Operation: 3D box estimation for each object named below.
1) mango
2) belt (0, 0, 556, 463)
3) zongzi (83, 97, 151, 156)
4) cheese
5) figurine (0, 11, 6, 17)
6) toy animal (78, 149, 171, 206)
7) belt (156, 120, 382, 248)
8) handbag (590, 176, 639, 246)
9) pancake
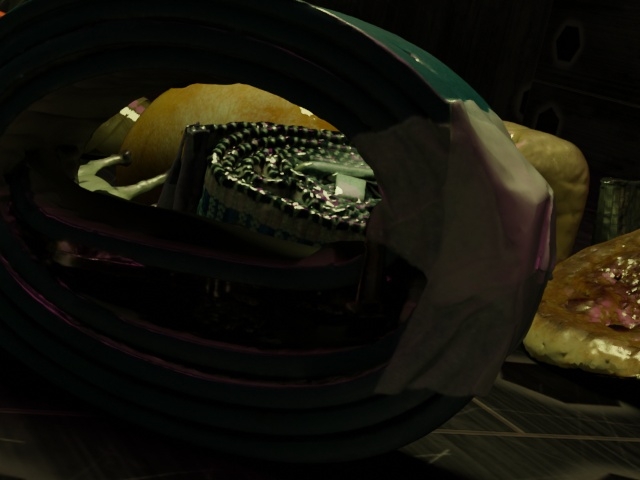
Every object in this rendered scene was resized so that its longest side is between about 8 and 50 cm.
[{"bbox_3d":[-0.089,-0.095,1.475,0.384,0.221,0.199,-4,26,37],"label":"mango"},{"bbox_3d":[-0.058,-0.022,0.857,0.437,0.300,0.173,15,11,12],"label":"belt"},{"bbox_3d":[-0.376,-0.188,1.819,0.289,0.154,0.318,-8,28,-43],"label":"zongzi"},{"bbox_3d":[0.246,-0.048,1.564,0.235,0.218,0.117,52,-11,-31],"label":"cheese"},{"bbox_3d":[-0.486,-0.158,1.363,0.306,0.241,0.411,4,20,2],"label":"figurine"},{"bbox_3d":[-0.260,-0.045,1.386,0.176,0.073,0.217,-15,21,-37],"label":"toy animal"},{"bbox_3d":[0.000,0.000,1.214,0.295,0.160,0.206,5,33,-22],"label":"belt"},{"bbox_3d":[0.475,0.005,1.696,0.270,0.175,0.089,7,9,-27],"label":"handbag"},{"bbox_3d":[0.370,0.053,1.277,0.356,0.065,0.356,-17,21,7],"label":"pancake"}]
